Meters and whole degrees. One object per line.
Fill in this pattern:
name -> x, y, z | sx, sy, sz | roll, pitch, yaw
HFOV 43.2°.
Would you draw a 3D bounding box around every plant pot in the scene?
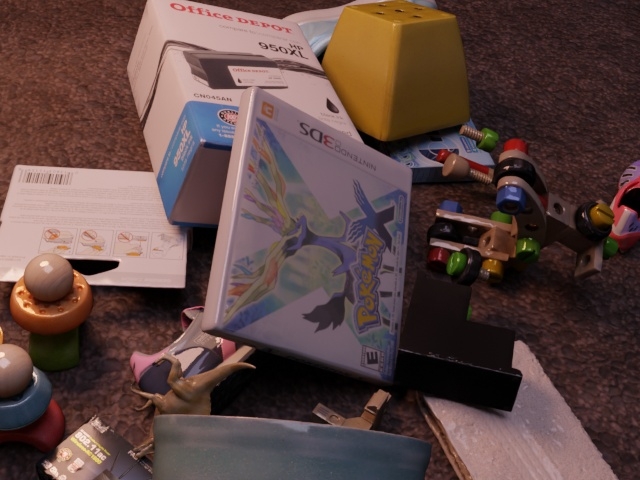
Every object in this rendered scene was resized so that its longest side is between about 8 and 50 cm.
plant pot -> 0.130, -0.312, 1.420 | 0.212, 0.187, 0.212 | -17, 34, -34
plant pot -> -0.038, 0.295, 0.824 | 0.293, 0.293, 0.196 | 7, 72, -3

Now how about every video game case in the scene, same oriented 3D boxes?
video game case -> 0.000, 0.000, 1.069 | 0.300, 0.036, 0.329 | 23, 64, -35

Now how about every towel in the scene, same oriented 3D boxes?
towel -> 0.253, 0.256, 1.043 | 0.187, 0.049, 0.282 | -14, 51, -21

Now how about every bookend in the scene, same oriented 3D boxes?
bookend -> 0.189, 0.129, 1.076 | 0.156, 0.072, 0.157 | 11, 42, 9

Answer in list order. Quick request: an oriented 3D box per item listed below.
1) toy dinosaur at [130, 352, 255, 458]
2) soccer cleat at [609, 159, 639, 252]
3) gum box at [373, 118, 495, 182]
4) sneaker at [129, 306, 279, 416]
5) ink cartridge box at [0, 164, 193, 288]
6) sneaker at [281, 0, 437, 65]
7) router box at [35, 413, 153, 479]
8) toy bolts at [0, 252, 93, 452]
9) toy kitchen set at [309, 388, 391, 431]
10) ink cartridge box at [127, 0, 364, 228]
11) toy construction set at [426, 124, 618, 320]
toy dinosaur -> -0.159, 0.174, 0.947 | 0.093, 0.183, 0.053 | 48, 10, 3
soccer cleat -> 0.545, -0.078, 1.381 | 0.083, 0.095, 0.248 | 28, 49, 17
gum box -> 0.197, -0.169, 1.447 | 0.184, 0.041, 0.157 | -3, 46, -13
sneaker -> -0.110, 0.109, 1.079 | 0.131, 0.112, 0.319 | 37, 50, 20
ink cartridge box -> -0.327, -0.008, 1.192 | 0.275, 0.060, 0.239 | 3, 47, -8
sneaker -> 0.089, -0.386, 1.590 | 0.365, 0.135, 0.150 | -21, 61, -16
router box -> -0.257, 0.275, 0.945 | 0.122, 0.038, 0.092 | 33, 49, 21
toy bolts -> -0.390, 0.128, 0.979 | 0.218, 0.158, 0.229 | -2, 47, -11
toy kitchen set -> 0.042, 0.210, 1.037 | 0.075, 0.068, 0.083 | 28, 48, 17
ink cartridge box -> -0.128, -0.205, 1.297 | 0.285, 0.166, 0.395 | 4, 43, -30
toy construction set -> 0.312, -0.034, 1.248 | 0.237, 0.257, 0.309 | 20, 33, -14
